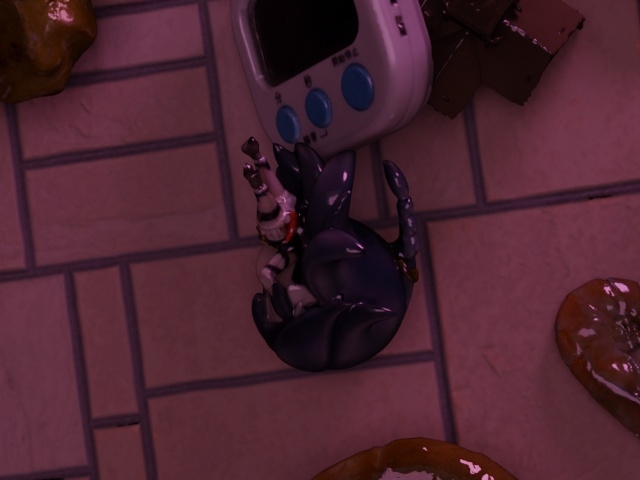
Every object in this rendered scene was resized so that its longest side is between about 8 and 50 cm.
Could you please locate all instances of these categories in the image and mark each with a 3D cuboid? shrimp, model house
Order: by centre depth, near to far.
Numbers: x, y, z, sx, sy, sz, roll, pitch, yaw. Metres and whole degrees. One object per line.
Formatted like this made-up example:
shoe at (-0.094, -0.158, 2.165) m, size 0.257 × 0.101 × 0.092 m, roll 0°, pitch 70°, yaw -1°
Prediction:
model house at (0.152, -0.218, 1.847) m, size 0.181 × 0.248 × 0.176 m, roll 35°, pitch 93°, yaw 8°
shrimp at (0.350, 0.139, 1.920) m, size 0.133 × 0.053 × 0.236 m, roll -38°, pitch 80°, yaw -16°

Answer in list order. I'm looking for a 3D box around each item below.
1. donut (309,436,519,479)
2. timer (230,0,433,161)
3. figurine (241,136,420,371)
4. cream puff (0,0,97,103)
donut at (0.090, 0.385, 1.879) m, size 0.360 × 0.170 × 0.360 m, roll -1°, pitch 82°, yaw 8°
timer at (0.013, -0.211, 1.879) m, size 0.087 × 0.262 × 0.237 m, roll -12°, pitch 84°, yaw -35°
figurine at (0.002, 0.016, 1.864) m, size 0.197 × 0.265 × 0.175 m, roll 18°, pitch 52°, yaw 10°
cream puff at (-0.354, -0.280, 1.960) m, size 0.282 × 0.185 × 0.282 m, roll 18°, pitch 128°, yaw 25°
